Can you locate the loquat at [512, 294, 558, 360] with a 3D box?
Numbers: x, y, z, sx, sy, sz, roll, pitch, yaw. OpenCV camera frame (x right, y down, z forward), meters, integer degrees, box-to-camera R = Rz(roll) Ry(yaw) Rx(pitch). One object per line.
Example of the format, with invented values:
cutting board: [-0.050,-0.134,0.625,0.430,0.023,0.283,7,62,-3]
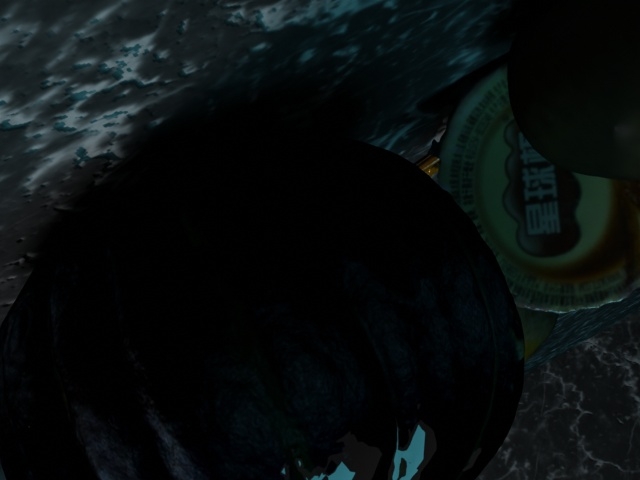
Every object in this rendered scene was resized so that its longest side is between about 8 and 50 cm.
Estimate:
loquat: [0.124,0.056,1.552,0.227,0.179,0.179,-12,159,-42]

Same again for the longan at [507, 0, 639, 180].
longan: [0.219,-0.119,1.117,0.187,0.167,0.167,-11,174,21]

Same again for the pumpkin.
pumpkin: [-0.044,0.092,1.104,0.363,0.266,0.363,-27,171,-5]

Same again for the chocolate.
chocolate: [0.178,-0.055,1.279,0.221,0.221,0.147,-29,-170,-1]

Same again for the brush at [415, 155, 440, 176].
brush: [0.000,0.000,1.408,0.314,0.017,0.090,-34,169,17]

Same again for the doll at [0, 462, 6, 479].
doll: [-0.282,0.231,1.260,0.221,0.221,0.251,-38,-151,33]
